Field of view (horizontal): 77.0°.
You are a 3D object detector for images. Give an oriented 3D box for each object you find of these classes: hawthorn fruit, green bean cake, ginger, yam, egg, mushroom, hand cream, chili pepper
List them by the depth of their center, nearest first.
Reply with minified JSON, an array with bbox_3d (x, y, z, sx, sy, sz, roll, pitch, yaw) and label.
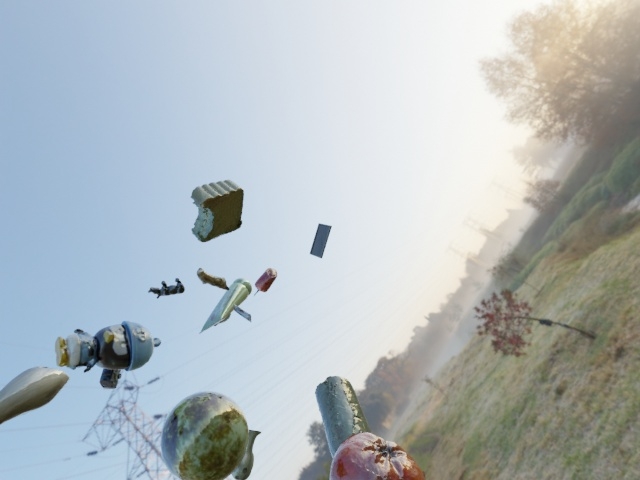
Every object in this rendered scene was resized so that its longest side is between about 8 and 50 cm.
[{"bbox_3d":[-0.677,0.363,0.889,0.116,0.093,0.225,-38,7,27],"label":"mushroom"},{"bbox_3d":[0.144,0.722,1.127,0.276,0.276,0.307,50,-122,-68],"label":"hawthorn fruit"},{"bbox_3d":[-0.335,0.553,1.152,0.238,0.289,0.238,-2,-86,-36],"label":"egg"},{"bbox_3d":[0.085,0.663,1.485,0.168,0.304,0.168,-8,-58,-12],"label":"yam"},{"bbox_3d":[-0.403,0.149,1.514,0.057,0.137,0.044,-34,37,57],"label":"ginger"},{"bbox_3d":[-0.388,0.267,1.688,0.147,0.093,0.306,-33,12,32],"label":"hand cream"},{"bbox_3d":[-0.453,-0.132,1.729,0.233,0.124,0.236,-28,-35,-43],"label":"green bean cake"},{"bbox_3d":[-0.308,0.236,2.168,0.192,0.084,0.086,-52,-10,15],"label":"chili pepper"}]

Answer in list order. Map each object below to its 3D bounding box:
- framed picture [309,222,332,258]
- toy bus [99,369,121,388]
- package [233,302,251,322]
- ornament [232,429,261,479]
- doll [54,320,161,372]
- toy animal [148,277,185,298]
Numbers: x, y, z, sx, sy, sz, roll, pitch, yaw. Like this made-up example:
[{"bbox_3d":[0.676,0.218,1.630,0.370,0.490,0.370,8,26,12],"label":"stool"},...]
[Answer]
[{"bbox_3d":[0.000,0.000,1.058,0.006,0.066,0.089,17,-91,-30],"label":"framed picture"},{"bbox_3d":[-0.715,0.424,1.395,0.065,0.047,0.166,90,177,-50],"label":"toy bus"},{"bbox_3d":[-0.297,0.274,1.524,0.015,0.110,0.037,-23,-56,-42],"label":"package"},{"bbox_3d":[-0.256,0.734,1.380,0.081,0.075,0.156,87,-168,-59],"label":"ornament"},{"bbox_3d":[-0.678,0.347,1.316,0.314,0.177,0.141,6,-51,-45],"label":"doll"},{"bbox_3d":[-0.574,0.183,1.497,0.135,0.047,0.065,-11,-40,-6],"label":"toy animal"}]
